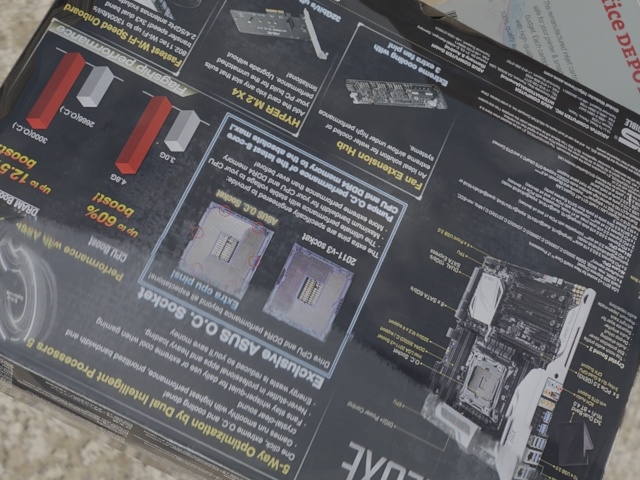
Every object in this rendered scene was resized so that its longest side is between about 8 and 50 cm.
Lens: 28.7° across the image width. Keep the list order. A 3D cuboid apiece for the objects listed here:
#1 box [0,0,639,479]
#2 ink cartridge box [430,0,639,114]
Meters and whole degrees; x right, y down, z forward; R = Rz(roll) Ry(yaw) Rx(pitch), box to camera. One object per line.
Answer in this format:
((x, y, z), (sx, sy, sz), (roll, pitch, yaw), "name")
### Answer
((0.000, 0.000, 0.568), (0.307, 0.076, 0.242), (26, 67, -4), "box")
((0.130, -0.080, 0.816), (0.176, 0.128, 0.127), (-15, 150, 6), "ink cartridge box")
